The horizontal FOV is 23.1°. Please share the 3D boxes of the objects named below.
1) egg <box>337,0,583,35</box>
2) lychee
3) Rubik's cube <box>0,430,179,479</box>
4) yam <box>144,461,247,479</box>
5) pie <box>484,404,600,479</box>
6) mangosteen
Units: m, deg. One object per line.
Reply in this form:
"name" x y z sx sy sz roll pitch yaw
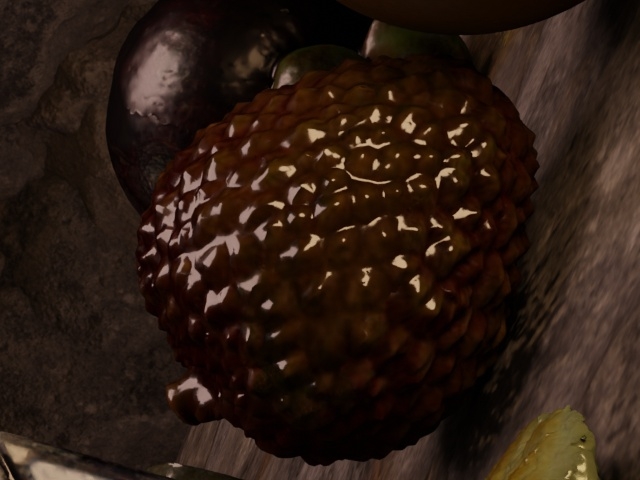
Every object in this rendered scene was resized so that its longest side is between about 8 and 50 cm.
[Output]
"egg" 0.086 -0.266 0.917 0.351 0.283 0.282 -58 -8 -66
"lychee" 0.013 0.010 0.926 0.271 0.236 0.236 -49 9 8
"Rubik's cube" -0.138 0.304 0.989 0.255 0.260 0.259 118 168 -59
"yam" -0.114 0.313 1.290 0.161 0.161 0.268 125 167 -66
"pie" 0.039 0.188 0.623 0.257 0.105 0.274 -62 1 -36
"mangosteen" -0.033 -0.118 1.427 0.330 0.330 0.330 -159 90 -84
